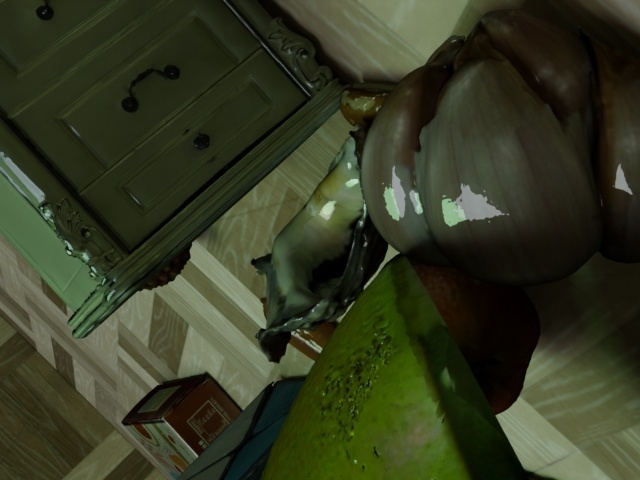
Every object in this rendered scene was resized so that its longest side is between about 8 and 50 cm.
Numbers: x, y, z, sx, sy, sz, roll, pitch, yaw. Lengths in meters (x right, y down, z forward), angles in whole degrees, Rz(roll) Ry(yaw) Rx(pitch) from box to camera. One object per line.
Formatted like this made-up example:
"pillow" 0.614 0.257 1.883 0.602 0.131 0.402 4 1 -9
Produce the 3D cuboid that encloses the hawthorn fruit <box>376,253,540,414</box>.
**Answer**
"hawthorn fruit" 0.104 0.071 0.924 0.203 0.162 0.162 44 163 53

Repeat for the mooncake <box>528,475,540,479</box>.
"mooncake" 0.271 0.423 1.167 0.306 0.154 0.306 34 154 19

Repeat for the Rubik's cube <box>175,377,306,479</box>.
"Rubik's cube" -0.016 0.383 1.390 0.310 0.305 0.307 47 158 -8

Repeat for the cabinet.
"cabinet" -0.199 -0.135 0.890 0.318 0.290 0.227 49 156 -4

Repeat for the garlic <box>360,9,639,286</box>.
"garlic" 0.134 -0.044 0.655 0.214 0.160 0.191 22 152 47

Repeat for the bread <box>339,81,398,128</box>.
"bread" 0.056 -0.109 0.827 0.083 0.036 0.047 16 158 47

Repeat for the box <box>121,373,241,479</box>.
"box" -0.190 0.451 1.968 0.385 0.122 0.344 49 155 -7

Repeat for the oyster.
"oyster" 0.009 0.006 0.901 0.100 0.271 0.275 36 127 -3

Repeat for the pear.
"pear" 0.071 0.223 0.664 0.399 0.165 0.399 63 -178 -5

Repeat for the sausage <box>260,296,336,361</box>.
"sausage" -0.003 0.124 1.258 0.183 0.054 0.062 37 -174 15

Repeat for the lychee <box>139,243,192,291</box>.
"lychee" -0.256 -0.015 1.316 0.188 0.188 0.188 36 154 21
